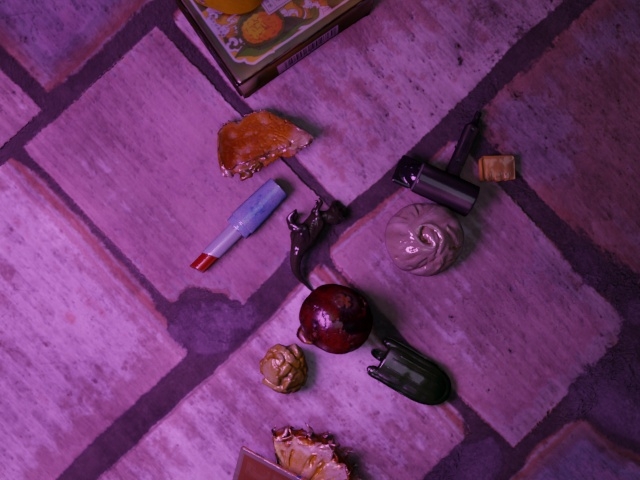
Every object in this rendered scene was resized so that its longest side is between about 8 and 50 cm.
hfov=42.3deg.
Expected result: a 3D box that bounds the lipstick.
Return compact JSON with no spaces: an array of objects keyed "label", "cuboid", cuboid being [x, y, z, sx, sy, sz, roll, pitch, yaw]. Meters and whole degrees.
[{"label":"lipstick","cuboid":[-0.192,-0.026,1.905,0.068,0.061,0.274,45,87,-2]}]

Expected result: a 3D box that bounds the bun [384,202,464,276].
[{"label":"bun","cuboid":[0.239,0.002,1.889,0.183,0.102,0.183,1,98,5]}]

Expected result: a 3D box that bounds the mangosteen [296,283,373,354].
[{"label":"mangosteen","cuboid":[0.030,0.183,1.860,0.166,0.180,0.166,8,62,-14]}]

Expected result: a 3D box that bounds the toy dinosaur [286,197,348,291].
[{"label":"toy dinosaur","cuboid":[0.000,0.000,1.898,0.187,0.087,0.179,-32,88,-1]}]

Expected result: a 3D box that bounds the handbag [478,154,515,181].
[{"label":"handbag","cuboid":[0.416,-0.169,1.947,0.083,0.027,0.061,-1,87,-3]}]

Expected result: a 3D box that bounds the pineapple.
[{"label":"pineapple","cuboid":[-0.024,0.519,1.881,0.236,0.114,0.186,29,88,9]}]

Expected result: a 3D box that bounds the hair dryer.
[{"label":"hair dryer","cuboid":[0.301,-0.205,1.933,0.196,0.078,0.248,26,78,0]}]

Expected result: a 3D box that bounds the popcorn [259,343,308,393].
[{"label":"popcorn","cuboid":[-0.084,0.290,1.883,0.106,0.120,0.116,-2,58,34]}]

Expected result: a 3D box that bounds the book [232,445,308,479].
[{"label":"book","cuboid":[-0.091,0.577,1.838,0.242,0.018,0.170,24,114,19]}]

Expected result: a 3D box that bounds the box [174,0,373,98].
[{"label":"box","cuboid":[-0.144,-0.600,1.890,0.373,0.138,0.420,-34,90,-2]}]

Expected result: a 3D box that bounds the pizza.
[{"label":"pizza","cuboid":[-0.138,-0.226,1.915,0.226,0.069,0.147,-25,68,-6]}]

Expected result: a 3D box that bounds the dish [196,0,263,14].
[{"label":"dish","cuboid":[-0.194,-0.570,1.779,0.208,0.080,0.148,-4,89,-4]}]

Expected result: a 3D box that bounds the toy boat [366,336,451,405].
[{"label":"toy boat","cuboid":[0.208,0.309,1.913,0.210,0.052,0.104,29,85,-2]}]
